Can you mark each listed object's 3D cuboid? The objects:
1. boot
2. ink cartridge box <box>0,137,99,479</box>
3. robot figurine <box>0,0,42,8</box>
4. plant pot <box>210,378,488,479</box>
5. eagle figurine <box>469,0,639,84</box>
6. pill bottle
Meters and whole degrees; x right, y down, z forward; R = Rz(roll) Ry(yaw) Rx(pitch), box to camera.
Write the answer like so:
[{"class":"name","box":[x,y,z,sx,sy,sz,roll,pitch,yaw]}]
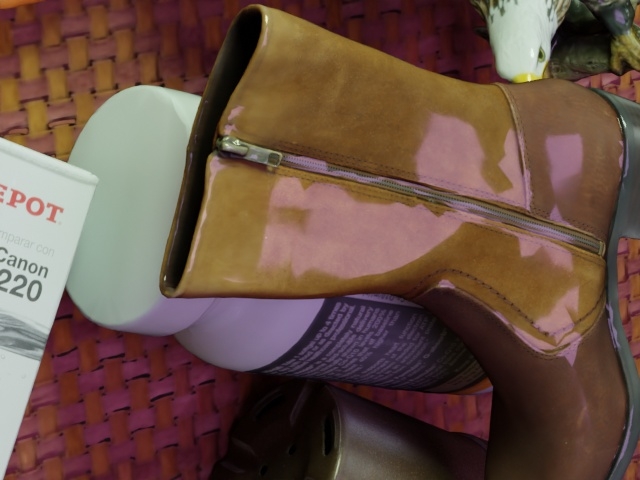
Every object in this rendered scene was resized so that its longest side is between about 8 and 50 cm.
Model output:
[{"class":"boot","box":[0.050,0.033,0.976,0.280,0.096,0.264,7,103,-36]},{"class":"ink cartridge box","box":[-0.224,0.041,0.956,0.158,0.092,0.218,22,81,-40]},{"class":"robot figurine","box":[-0.147,-0.208,0.960,0.219,0.128,0.158,-20,86,-38]},{"class":"plant pot","box":[0.030,0.170,1.154,0.165,0.167,0.167,29,78,-30]},{"class":"eagle figurine","box":[0.095,-0.174,1.085,0.226,0.225,0.298,-48,132,5]},{"class":"pill bottle","box":[0.000,0.000,1.091,0.278,0.162,0.162,11,90,-41]}]
